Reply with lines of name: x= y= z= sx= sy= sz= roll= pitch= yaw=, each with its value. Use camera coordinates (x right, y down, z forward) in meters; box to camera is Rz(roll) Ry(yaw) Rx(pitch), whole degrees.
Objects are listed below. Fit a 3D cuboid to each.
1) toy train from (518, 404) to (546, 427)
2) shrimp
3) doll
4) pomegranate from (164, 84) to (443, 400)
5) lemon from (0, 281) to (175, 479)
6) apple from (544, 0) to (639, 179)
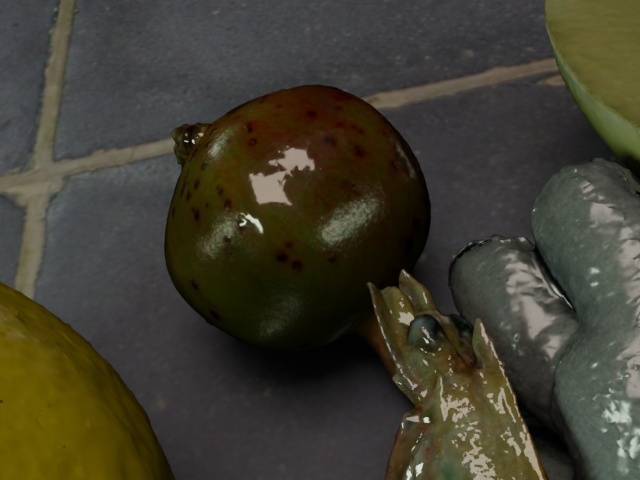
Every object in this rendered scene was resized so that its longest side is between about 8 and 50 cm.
toy train: x=0.237 y=0.098 z=0.708 sx=0.234 sy=0.051 sz=0.052 roll=2 pitch=52 yaw=19
shrimp: x=0.065 y=0.170 z=0.624 sx=0.168 sy=0.077 sz=0.317 roll=-32 pitch=58 yaw=36
doll: x=0.210 y=0.113 z=0.624 sx=0.246 sy=0.158 sz=0.340 roll=-48 pitch=50 yaw=27
pomegranate: x=-0.005 y=0.008 z=0.776 sx=0.198 sy=0.198 sz=0.246 roll=-24 pitch=66 yaw=-4
lemon: x=-0.225 y=0.183 z=0.598 sx=0.364 sy=0.364 sz=0.364 roll=-9 pitch=48 yaw=10
apple: x=0.348 y=-0.130 z=0.723 sx=0.312 sy=0.320 sz=0.360 roll=-61 pitch=35 yaw=15
